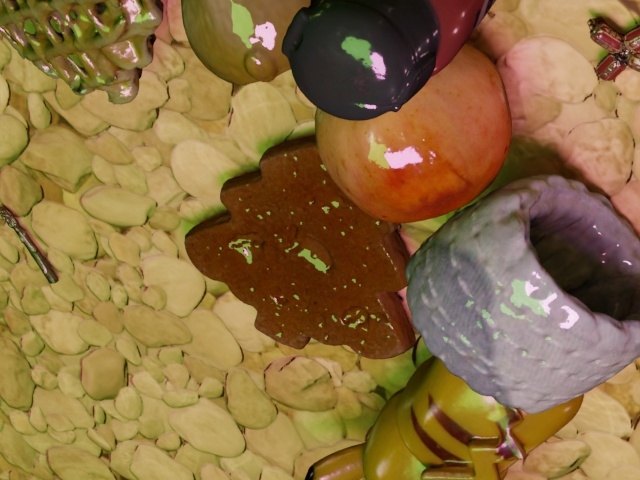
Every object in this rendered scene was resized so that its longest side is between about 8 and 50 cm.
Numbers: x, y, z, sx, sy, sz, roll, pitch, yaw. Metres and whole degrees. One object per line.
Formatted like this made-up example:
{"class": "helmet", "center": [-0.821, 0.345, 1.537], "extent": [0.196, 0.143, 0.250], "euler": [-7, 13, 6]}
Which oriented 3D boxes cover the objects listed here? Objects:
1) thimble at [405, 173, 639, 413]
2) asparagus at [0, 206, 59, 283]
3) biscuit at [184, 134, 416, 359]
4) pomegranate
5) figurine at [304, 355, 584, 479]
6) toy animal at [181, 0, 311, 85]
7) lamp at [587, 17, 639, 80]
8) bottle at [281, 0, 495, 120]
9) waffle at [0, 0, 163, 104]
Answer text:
{"class": "thimble", "center": [0.217, 0.047, 1.812], "extent": [0.250, 0.205, 0.172], "euler": [22, 135, -33]}
{"class": "asparagus", "center": [-0.343, 0.005, 2.220], "extent": [0.015, 0.014, 0.114], "euler": [-24, 111, 21]}
{"class": "biscuit", "center": [0.001, -0.001, 2.009], "extent": [0.278, 0.043, 0.301], "euler": [30, 132, 7]}
{"class": "pomegranate", "center": [0.086, -0.111, 1.787], "extent": [0.191, 0.191, 0.191], "euler": [15, 130, 18]}
{"class": "figurine", "center": [0.151, 0.215, 2.009], "extent": [0.218, 0.169, 0.327], "euler": [39, 133, 3]}
{"class": "toy animal", "center": [-0.078, -0.325, 1.731], "extent": [0.181, 0.180, 0.363], "euler": [-13, 95, 28]}
{"class": "lamp", "center": [0.288, -0.177, 1.726], "extent": [0.083, 0.031, 0.063], "euler": [-1, 126, 25]}
{"class": "bottle", "center": [0.076, -0.221, 1.594], "extent": [0.144, 0.336, 0.144], "euler": [16, 131, 19]}
{"class": "waffle", "center": [-0.279, -0.280, 1.881], "extent": [0.297, 0.073, 0.317], "euler": [36, 148, 14]}
